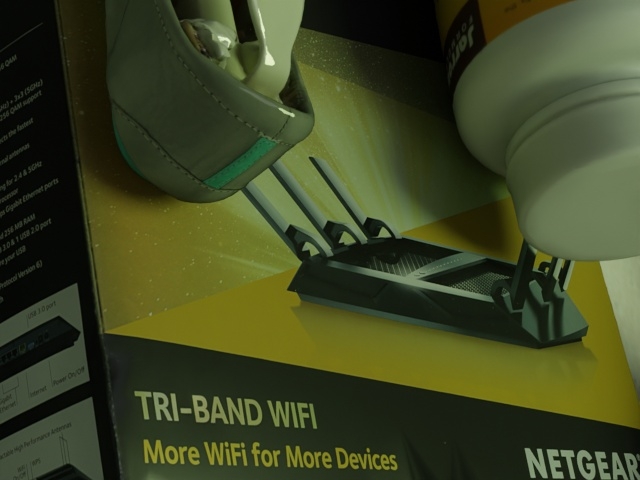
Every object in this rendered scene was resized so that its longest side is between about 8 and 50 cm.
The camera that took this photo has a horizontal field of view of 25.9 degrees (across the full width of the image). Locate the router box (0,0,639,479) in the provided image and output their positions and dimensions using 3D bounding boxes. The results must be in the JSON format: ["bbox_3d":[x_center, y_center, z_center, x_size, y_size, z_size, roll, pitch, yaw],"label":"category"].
[{"bbox_3d":[0.000,0.000,0.549,0.309,0.081,0.243,11,60,-47],"label":"router box"}]

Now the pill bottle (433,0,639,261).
[{"bbox_3d":[0.105,-0.104,0.575,0.117,0.117,0.215,23,49,-41],"label":"pill bottle"}]

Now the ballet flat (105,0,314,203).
[{"bbox_3d":[-0.040,-0.116,0.446,0.072,0.068,0.213,12,59,-46],"label":"ballet flat"}]
